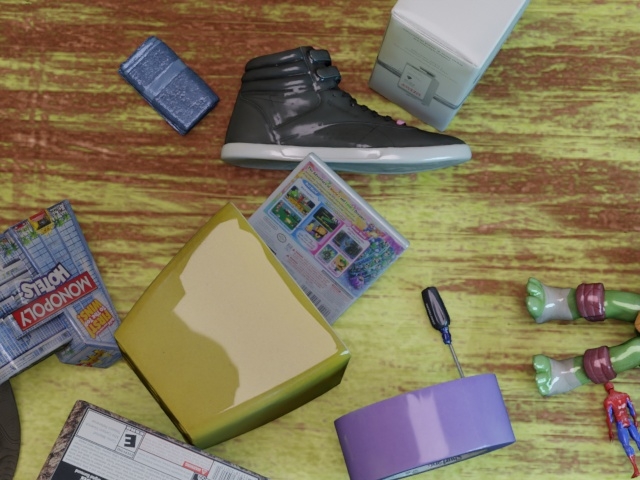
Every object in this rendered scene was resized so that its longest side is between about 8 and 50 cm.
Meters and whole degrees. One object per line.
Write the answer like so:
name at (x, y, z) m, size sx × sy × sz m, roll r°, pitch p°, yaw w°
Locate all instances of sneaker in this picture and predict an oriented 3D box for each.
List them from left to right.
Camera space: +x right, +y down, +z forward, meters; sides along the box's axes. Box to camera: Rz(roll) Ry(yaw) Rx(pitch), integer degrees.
sneaker at (-0.419, 0.190, 1.819) m, size 0.118 × 0.083 × 0.222 m, roll -5°, pitch 92°, yaw 27°
sneaker at (0.033, -0.157, 1.870) m, size 0.296 × 0.104 × 0.146 m, roll 3°, pitch 83°, yaw 5°

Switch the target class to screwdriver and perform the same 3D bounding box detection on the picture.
screwdriver at (0.153, 0.135, 1.857) m, size 0.025 × 0.024 × 0.169 m, roll -19°, pitch 85°, yaw 25°

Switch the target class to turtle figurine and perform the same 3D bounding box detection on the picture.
turtle figurine at (0.361, 0.093, 1.756) m, size 0.266 × 0.274 × 0.197 m, roll -9°, pitch 111°, yaw 20°

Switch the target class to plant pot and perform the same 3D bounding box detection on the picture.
plant pot at (-0.109, 0.117, 1.752) m, size 0.187 × 0.212 × 0.212 m, roll -37°, pitch 81°, yaw -11°

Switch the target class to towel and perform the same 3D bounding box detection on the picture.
towel at (-0.183, -0.188, 1.915) m, size 0.067 × 0.029 × 0.119 m, roll -44°, pitch 81°, yaw -9°

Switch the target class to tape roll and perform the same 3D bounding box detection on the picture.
tape roll at (0.115, 0.212, 1.751) m, size 0.189 × 0.189 × 0.080 m, roll -15°, pitch 78°, yaw -4°

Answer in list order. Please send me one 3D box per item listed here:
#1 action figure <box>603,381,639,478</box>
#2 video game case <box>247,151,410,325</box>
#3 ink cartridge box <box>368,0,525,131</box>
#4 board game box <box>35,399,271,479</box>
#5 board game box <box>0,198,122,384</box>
action figure at (0.353, 0.217, 1.834) m, size 0.038 × 0.030 × 0.115 m, roll -15°, pitch 74°, yaw -9°
video game case at (0.000, 0.000, 1.837) m, size 0.157 × 0.019 × 0.143 m, roll 43°, pitch 110°, yaw -2°
ink cartridge box at (0.165, -0.266, 1.807) m, size 0.117 × 0.283 × 0.207 m, roll 33°, pitch 80°, yaw 3°
board game box at (-0.217, 0.359, 1.702) m, size 0.232 × 0.141 × 0.291 m, roll 22°, pitch 62°, yaw 5°
board game box at (-0.313, 0.076, 1.802) m, size 0.194 × 0.060 × 0.194 m, roll 55°, pitch 40°, yaw 0°
